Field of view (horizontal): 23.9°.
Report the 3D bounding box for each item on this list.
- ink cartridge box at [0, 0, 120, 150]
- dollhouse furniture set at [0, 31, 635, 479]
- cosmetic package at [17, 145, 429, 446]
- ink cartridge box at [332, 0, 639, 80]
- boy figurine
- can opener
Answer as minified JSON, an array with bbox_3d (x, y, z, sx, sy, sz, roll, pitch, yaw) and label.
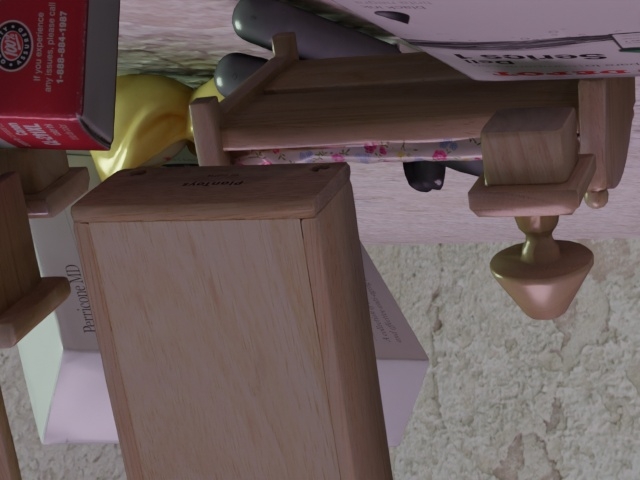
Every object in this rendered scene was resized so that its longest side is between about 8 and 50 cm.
[{"bbox_3d":[-0.175,-0.106,0.625,0.175,0.127,0.072,1,175,3],"label":"ink cartridge box"},{"bbox_3d":[0.000,0.000,0.759,0.303,0.174,0.355,-1,-159,19],"label":"dollhouse furniture set"},{"bbox_3d":[-0.112,0.014,1.234,0.284,0.097,0.377,2,-147,-23],"label":"cosmetic package"},{"bbox_3d":[0.098,-0.119,0.546,0.160,0.092,0.219,1,176,24],"label":"ink cartridge box"},{"bbox_3d":[-0.044,-0.086,1.198,0.285,0.092,0.177,0,180,-9],"label":"boy figurine"},{"bbox_3d":[0.037,-0.101,1.005,0.093,0.074,0.280,19,-175,34],"label":"can opener"}]
